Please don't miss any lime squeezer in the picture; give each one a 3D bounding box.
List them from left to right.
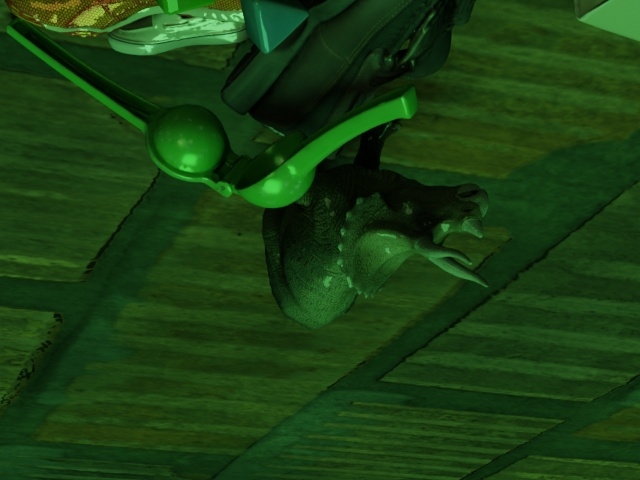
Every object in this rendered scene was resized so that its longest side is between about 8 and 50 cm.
[{"bbox_3d":[-0.070,-0.071,0.975,0.310,0.059,0.110,15,155,31],"label":"lime squeezer"}]

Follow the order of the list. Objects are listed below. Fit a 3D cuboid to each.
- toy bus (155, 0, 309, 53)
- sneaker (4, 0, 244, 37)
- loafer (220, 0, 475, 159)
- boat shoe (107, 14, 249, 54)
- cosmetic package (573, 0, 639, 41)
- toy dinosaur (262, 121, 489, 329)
[{"bbox_3d":[-0.028,-0.218,0.751,0.191,0.104,0.202,-29,124,-6],"label":"toy bus"},{"bbox_3d":[-0.107,-0.167,0.937,0.175,0.064,0.067,-8,137,1],"label":"sneaker"},{"bbox_3d":[0.041,-0.131,0.926,0.095,0.109,0.302,40,152,-11],"label":"loafer"},{"bbox_3d":[-0.093,-0.146,1.007,0.100,0.035,0.035,-3,130,12],"label":"boat shoe"},{"bbox_3d":[0.282,-0.166,0.823,0.309,0.160,0.113,13,153,-29],"label":"cosmetic package"},{"bbox_3d":[0.000,0.000,1.186,0.121,0.160,0.313,11,153,-26],"label":"toy dinosaur"}]
